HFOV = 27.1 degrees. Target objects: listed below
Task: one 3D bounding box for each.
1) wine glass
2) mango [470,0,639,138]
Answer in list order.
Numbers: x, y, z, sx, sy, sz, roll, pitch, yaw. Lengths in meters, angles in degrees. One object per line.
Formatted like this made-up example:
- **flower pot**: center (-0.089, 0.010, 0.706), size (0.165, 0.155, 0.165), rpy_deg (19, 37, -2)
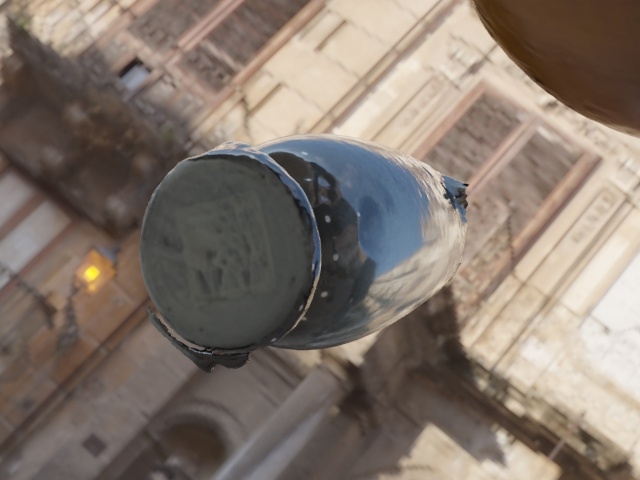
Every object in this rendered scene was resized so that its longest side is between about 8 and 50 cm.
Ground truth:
- **wine glass**: center (0.000, 0.000, 0.690), size (0.111, 0.204, 0.111), rpy_deg (3, -85, 29)
- **mango**: center (0.143, -0.127, 0.388), size (0.201, 0.350, 0.199), rpy_deg (-17, -85, 38)
